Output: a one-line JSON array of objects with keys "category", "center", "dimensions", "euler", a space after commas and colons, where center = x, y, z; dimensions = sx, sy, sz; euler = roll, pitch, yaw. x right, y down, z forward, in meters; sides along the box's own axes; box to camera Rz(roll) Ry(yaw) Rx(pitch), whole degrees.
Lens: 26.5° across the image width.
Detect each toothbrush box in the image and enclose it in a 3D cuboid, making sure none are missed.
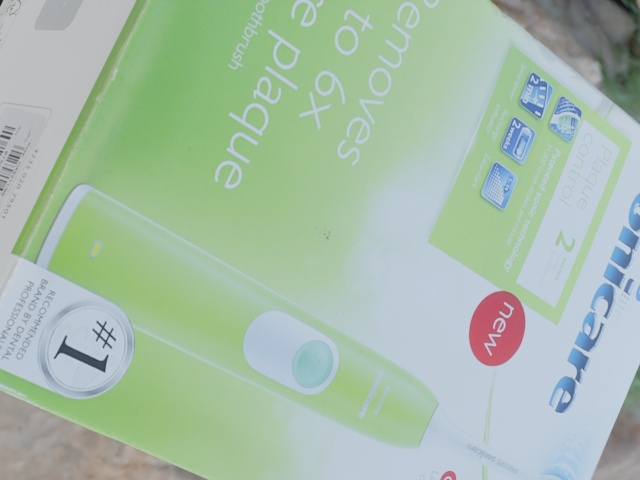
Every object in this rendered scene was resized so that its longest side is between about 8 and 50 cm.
[{"category": "toothbrush box", "center": [0.000, 0.000, 0.542], "dimensions": [0.283, 0.122, 0.206], "euler": [32, 79, -36]}]
